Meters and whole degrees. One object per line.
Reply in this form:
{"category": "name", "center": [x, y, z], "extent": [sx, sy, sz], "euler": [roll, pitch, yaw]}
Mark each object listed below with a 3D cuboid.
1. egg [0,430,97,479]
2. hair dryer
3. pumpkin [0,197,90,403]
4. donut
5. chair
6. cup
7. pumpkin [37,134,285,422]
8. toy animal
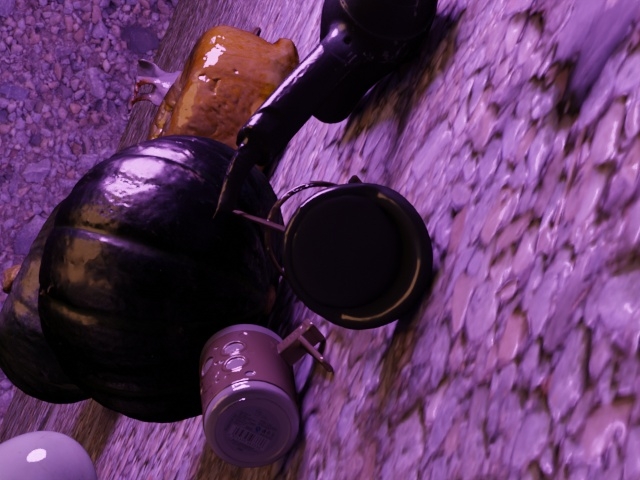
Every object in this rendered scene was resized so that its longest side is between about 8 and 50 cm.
{"category": "egg", "center": [-0.348, 0.333, 1.384], "extent": [0.264, 0.183, 0.183], "euler": [-57, 16, 6]}
{"category": "hair dryer", "center": [-0.019, -0.113, 1.011], "extent": [0.272, 0.091, 0.235], "euler": [-47, -4, -29]}
{"category": "pumpkin", "center": [-0.328, 0.073, 1.677], "extent": [0.300, 0.207, 0.300], "euler": [-63, 6, 11]}
{"category": "donut", "center": [-0.123, -0.129, 1.446], "extent": [0.261, 0.128, 0.208], "euler": [-51, 21, 47]}
{"category": "chair", "center": [0.001, 0.000, 0.873], "extent": [0.221, 0.095, 0.104], "euler": [-157, 80, -75]}
{"category": "cup", "center": [-0.039, 0.114, 0.919], "extent": [0.099, 0.102, 0.074], "euler": [-104, 3, -65]}
{"category": "pumpkin", "center": [-0.135, 0.028, 1.057], "extent": [0.216, 0.250, 0.250], "euler": [15, 77, 32]}
{"category": "toy animal", "center": [-0.215, -0.197, 1.873], "extent": [0.197, 0.160, 0.272], "euler": [-89, 20, -52]}
